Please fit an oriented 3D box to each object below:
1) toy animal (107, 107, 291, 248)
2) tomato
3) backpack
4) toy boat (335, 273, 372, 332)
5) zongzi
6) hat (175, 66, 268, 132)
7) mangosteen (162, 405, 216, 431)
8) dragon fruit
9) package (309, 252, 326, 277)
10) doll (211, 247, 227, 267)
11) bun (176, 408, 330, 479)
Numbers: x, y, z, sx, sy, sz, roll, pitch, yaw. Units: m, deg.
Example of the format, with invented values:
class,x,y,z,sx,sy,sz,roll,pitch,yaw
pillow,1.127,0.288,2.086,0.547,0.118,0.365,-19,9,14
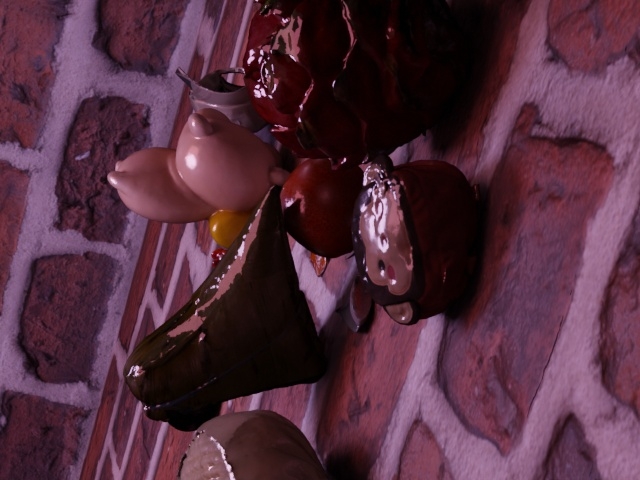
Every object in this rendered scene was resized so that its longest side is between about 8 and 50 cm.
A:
class,x,y,z,sx,sy,sz,roll,pitch,yaw
toy animal,-0.226,-0.166,2.529,0.277,0.345,0.247,-75,5,-51
tomato,0.006,-0.052,2.006,0.167,0.167,0.167,-168,90,-72
backpack,0.117,-0.002,1.663,0.229,0.139,0.229,173,90,-67
toy boat,0.051,0.111,1.962,0.122,0.034,0.096,118,159,-62
zongzi,-0.173,0.102,1.986,0.160,0.323,0.360,-123,20,-54
hat,-0.173,-0.299,2.616,0.275,0.232,0.161,136,123,-87
mangosteen,-0.296,0.342,2.662,0.137,0.151,0.137,7,99,60
dragon fruit,0.044,-0.260,1.773,0.329,0.329,0.329,-168,90,-72
package,0.001,0.000,2.177,0.077,0.033,0.111,50,144,39
doll,-0.151,0.087,2.457,0.195,0.062,0.104,45,133,35
bun,-0.079,0.429,1.854,0.359,0.211,0.360,-177,90,-66
